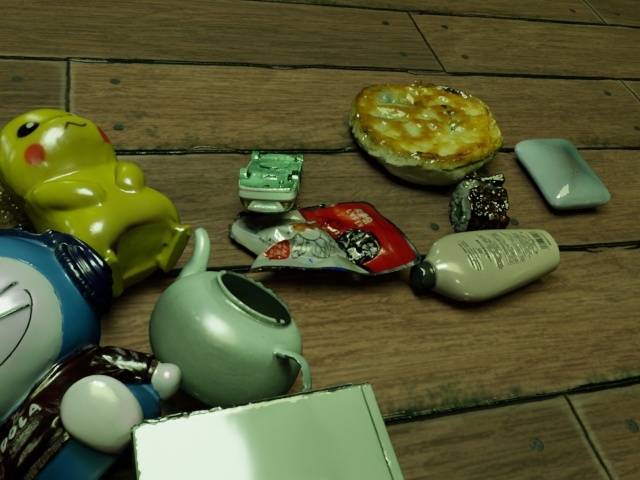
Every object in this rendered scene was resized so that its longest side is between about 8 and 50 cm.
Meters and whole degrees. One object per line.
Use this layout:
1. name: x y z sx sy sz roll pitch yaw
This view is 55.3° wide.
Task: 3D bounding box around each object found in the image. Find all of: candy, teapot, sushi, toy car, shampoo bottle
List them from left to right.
1. teapot: -0.107 0.113 0.745 0.193 0.129 0.294 19 18 -50
2. toy car: -0.076 -0.092 0.984 0.090 0.076 0.224 2 19 1
3. sushi: 0.275 -0.056 1.061 0.084 0.098 0.094 2 54 -11
4. shampoo bottle: 0.262 0.037 0.988 0.257 0.078 0.127 -8 55 -22
5. candy: 0.476 -0.134 1.204 0.138 0.071 0.174 -4 52 -19

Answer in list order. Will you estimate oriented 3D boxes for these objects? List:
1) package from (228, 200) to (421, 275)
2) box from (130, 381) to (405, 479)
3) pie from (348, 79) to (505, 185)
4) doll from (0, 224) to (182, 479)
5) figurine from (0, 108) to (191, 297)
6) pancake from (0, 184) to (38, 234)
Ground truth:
1. package: 0.000 0.000 0.960 0.270 0.071 0.194 -4 44 -27
2. box: -0.066 0.253 0.606 0.225 0.225 0.117 -4 51 -20
3. pie: 0.200 -0.215 1.191 0.315 0.092 0.315 7 44 -7
4. doll: -0.322 0.132 0.640 0.310 0.240 0.284 41 78 6
5. figurine: -0.327 -0.068 0.841 0.326 0.169 0.218 51 39 11
6. pancake: -0.464 -0.059 0.907 0.191 0.020 0.184 5 48 -13
